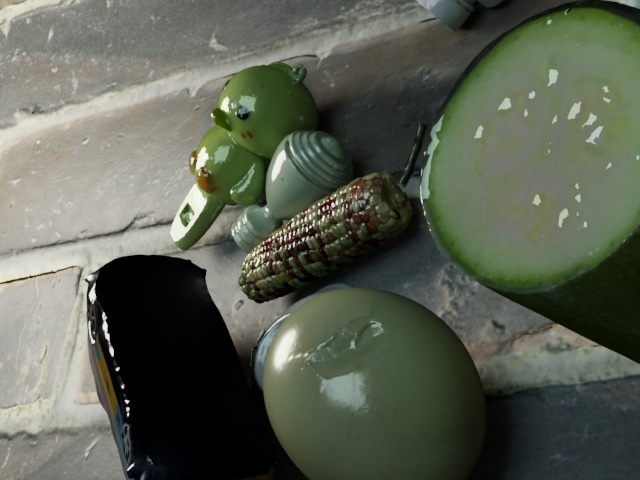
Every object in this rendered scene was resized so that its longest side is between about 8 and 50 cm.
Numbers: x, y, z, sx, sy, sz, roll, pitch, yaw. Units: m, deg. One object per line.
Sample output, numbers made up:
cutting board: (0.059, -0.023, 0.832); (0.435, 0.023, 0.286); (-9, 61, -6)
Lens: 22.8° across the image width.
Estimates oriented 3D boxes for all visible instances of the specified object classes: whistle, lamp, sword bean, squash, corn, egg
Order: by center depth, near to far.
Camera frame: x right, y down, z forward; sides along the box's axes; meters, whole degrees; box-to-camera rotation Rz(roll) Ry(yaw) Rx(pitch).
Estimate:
squash: (0.308, -0.017, 1.392); (0.263, 0.384, 0.263); (-22, 57, 37)
egg: (0.056, 0.163, 1.663); (0.269, 0.219, 0.219); (43, 101, 31)
corn: (0.000, 0.000, 1.915); (0.253, 0.086, 0.086); (-31, 49, 33)
sword bean: (0.111, -0.104, 1.918); (0.012, 0.012, 0.083); (6, 72, 47)
lamp: (-0.035, -0.056, 1.978); (0.193, 0.106, 0.106); (-49, 41, 29)
whistle: (-0.116, -0.115, 2.050); (0.294, 0.141, 0.141); (-44, 43, 11)

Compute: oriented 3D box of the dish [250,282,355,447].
dish: (-0.017, 0.144, 1.853); (0.229, 0.081, 0.229); (-24, 52, 34)

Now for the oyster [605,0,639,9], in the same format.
oyster: (0.386, -0.244, 1.664); (0.214, 0.083, 0.223); (-26, 74, 58)

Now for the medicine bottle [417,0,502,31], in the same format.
medicine bottle: (0.197, -0.344, 1.924); (0.183, 0.069, 0.119); (-50, 43, 10)

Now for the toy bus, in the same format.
toy bus: (-0.184, 0.191, 1.894); (0.386, 0.171, 0.162); (-115, 29, -47)
